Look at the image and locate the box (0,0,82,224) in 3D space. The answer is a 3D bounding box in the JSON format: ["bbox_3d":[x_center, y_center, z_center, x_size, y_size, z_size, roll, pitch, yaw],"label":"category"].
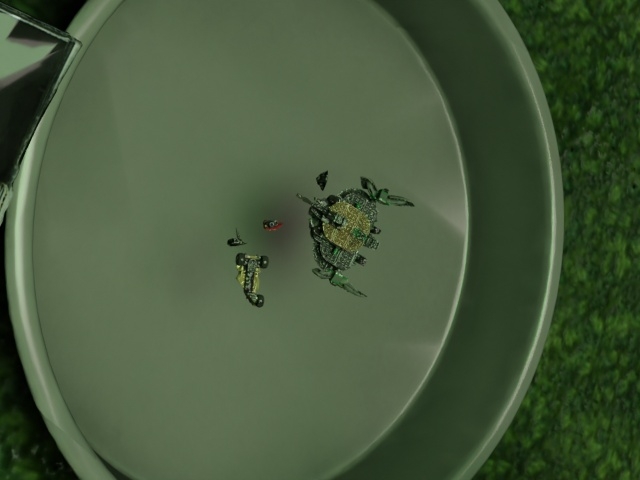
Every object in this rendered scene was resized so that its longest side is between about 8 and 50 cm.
[{"bbox_3d":[-0.258,-0.003,0.296,0.322,0.079,0.257,22,93,-31],"label":"box"}]

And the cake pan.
[{"bbox_3d":[-0.010,-0.002,0.548,0.293,0.054,0.293,-4,96,-37],"label":"cake pan"}]

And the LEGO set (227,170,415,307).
[{"bbox_3d":[-0.002,-0.002,0.511,0.083,0.023,0.054,-3,94,-23],"label":"LEGO set"}]
